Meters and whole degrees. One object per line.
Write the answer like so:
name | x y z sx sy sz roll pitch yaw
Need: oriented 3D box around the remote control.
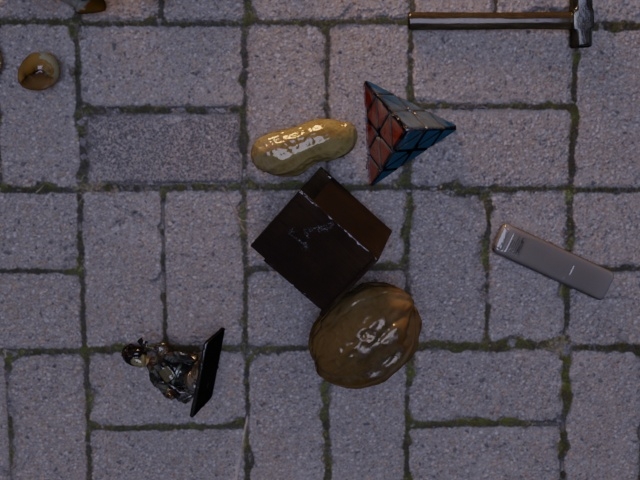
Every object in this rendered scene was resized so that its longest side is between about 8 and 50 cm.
remote control | 0.478 0.044 1.722 0.261 0.029 0.067 24 95 -6

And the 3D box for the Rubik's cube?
Rubik's cube | 0.184 -0.246 1.666 0.178 0.211 0.190 -8 72 -22

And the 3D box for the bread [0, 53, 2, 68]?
bread | -0.670 -0.363 1.637 0.083 0.044 0.110 -15 94 -1

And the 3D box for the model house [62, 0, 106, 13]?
model house | -0.424 -0.548 1.569 0.301 0.190 0.271 28 97 -15

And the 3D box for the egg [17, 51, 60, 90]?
egg | -0.552 -0.328 1.631 0.083 0.071 0.071 -23 97 13

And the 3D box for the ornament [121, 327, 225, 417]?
ornament | -0.313 0.248 1.674 0.196 0.153 0.166 12 95 7

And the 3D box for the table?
table | 0.000 0.000 1.613 0.193 0.169 0.172 42 114 -4

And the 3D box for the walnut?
walnut | 0.088 0.189 1.644 0.245 0.198 0.198 -39 96 9

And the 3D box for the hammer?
hammer | 0.358 -0.439 1.657 0.366 0.043 0.111 0 97 0

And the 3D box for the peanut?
peanut | -0.030 -0.183 1.650 0.215 0.090 0.098 -17 104 1
